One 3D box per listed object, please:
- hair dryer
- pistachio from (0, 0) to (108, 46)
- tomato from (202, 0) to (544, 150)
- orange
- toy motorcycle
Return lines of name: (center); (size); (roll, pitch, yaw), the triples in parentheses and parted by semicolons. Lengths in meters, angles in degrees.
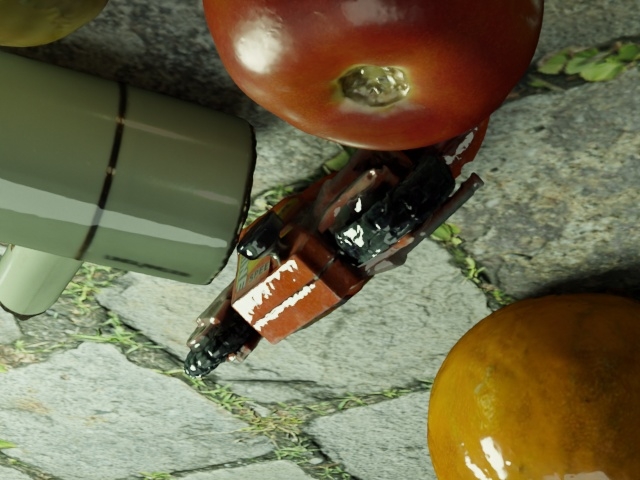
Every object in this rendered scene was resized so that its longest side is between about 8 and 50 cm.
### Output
hair dryer: (-0.202, -0.009, 0.994); (0.203, 0.128, 0.362); (13, 155, -20)
pistachio: (-0.205, -0.173, 0.699); (0.210, 0.131, 0.165); (4, -170, -5)
tomato: (0.029, -0.139, 0.724); (0.195, 0.136, 0.195); (1, 152, 0)
orange: (0.234, 0.177, 1.166); (0.283, 0.226, 0.284); (5, 144, 3)
toy motorcycle: (0.000, 0.002, 0.953); (0.089, 0.171, 0.298); (49, 132, -4)
